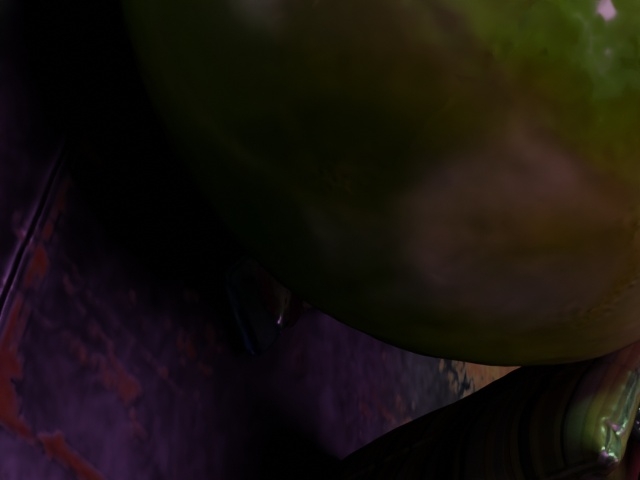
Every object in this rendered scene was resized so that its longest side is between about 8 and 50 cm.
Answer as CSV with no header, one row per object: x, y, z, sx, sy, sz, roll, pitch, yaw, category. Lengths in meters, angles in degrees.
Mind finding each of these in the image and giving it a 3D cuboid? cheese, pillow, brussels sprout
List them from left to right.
0.000,0.000,0.796,0.145,0.038,0.095,-44,123,-47,cheese
0.059,0.095,0.739,0.038,0.203,0.113,50,37,-10,pillow
0.079,-0.105,0.690,0.344,0.268,0.344,18,59,-33,brussels sprout

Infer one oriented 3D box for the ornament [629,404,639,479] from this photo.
0.228,0.064,1.161,0.251,0.106,0.260,55,50,-33,ornament
